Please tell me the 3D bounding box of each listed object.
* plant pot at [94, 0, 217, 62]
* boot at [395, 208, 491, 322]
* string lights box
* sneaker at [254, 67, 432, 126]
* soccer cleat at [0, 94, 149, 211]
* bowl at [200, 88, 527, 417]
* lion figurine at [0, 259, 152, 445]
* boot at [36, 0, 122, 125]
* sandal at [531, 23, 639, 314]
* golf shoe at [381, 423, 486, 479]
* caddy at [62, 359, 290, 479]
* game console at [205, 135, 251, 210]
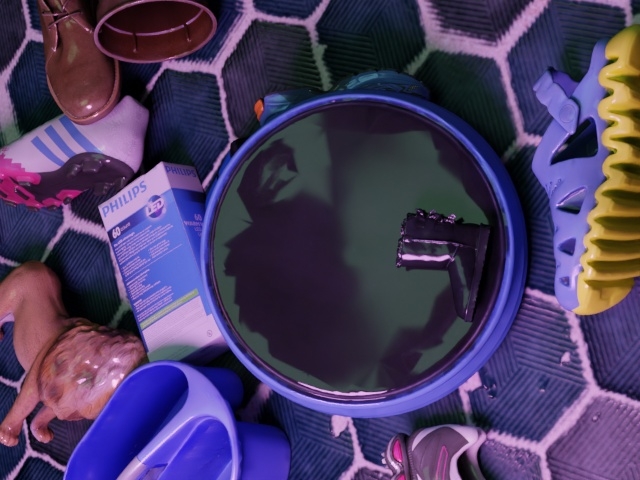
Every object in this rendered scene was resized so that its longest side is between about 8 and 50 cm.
[{"bbox_3d":[-0.237,-0.355,1.941,0.167,0.167,0.165,-26,65,32],"label":"plant pot"},{"bbox_3d":[0.133,0.026,1.574,0.099,0.045,0.121,9,81,9],"label":"boot"},{"bbox_3d":[-0.199,0.039,1.928,0.133,0.077,0.260,-31,69,30],"label":"string lights box"},{"bbox_3d":[0.033,-0.152,1.745,0.221,0.083,0.087,-12,80,13],"label":"sneaker"},{"bbox_3d":[-0.369,-0.130,2.061,0.331,0.116,0.143,-5,59,40],"label":"soccer cleat"},{"bbox_3d":[0.045,0.012,1.654,0.391,0.077,0.391,-1,86,10],"label":"bowl"},{"bbox_3d":[-0.394,0.135,2.027,0.392,0.142,0.240,48,111,31],"label":"lion figurine"},{"bbox_3d":[-0.360,-0.295,1.996,0.112,0.115,0.305,-23,57,7],"label":"boot"},{"bbox_3d":[0.294,-0.076,1.557,0.138,0.126,0.317,3,80,40],"label":"sandal"},{"bbox_3d":[0.154,0.346,1.635,0.120,0.105,0.273,-19,76,27],"label":"golf shoe"},{"bbox_3d":[-0.203,0.313,1.849,0.241,0.179,0.341,48,114,30],"label":"caddy"},{"bbox_3d":[0.000,0.000,1.817,0.293,0.173,0.250,67,152,20],"label":"game console"}]
